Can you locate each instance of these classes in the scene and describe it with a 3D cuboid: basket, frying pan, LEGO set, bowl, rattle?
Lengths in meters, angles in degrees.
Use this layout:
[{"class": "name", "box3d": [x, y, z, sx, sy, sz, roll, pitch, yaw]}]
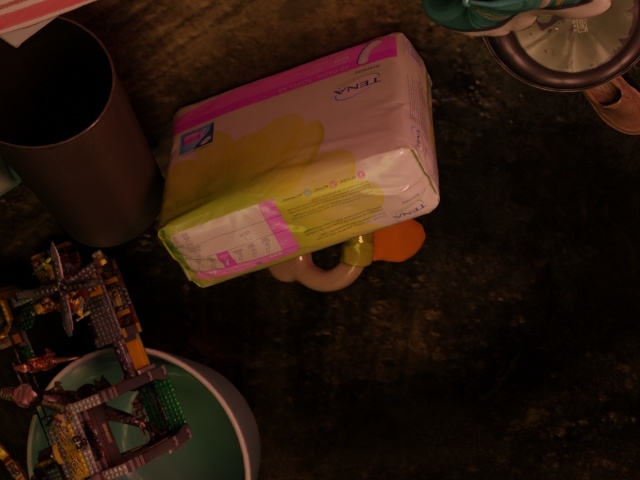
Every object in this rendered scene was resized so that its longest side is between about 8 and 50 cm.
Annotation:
[{"class": "basket", "box3d": [-0.262, -0.104, 1.543, 0.154, 0.204, 0.227, -42, 145, -12]}, {"class": "frying pan", "box3d": [0.325, -0.233, 1.491, 0.326, 0.053, 0.197, 10, 116, -2]}, {"class": "LEGO set", "box3d": [-0.314, 0.172, 1.674, 0.254, 0.192, 0.331, -13, 92, 22]}, {"class": "bowl", "box3d": [-0.199, 0.273, 1.834, 0.311, 0.163, 0.312, 3, 98, 22]}, {"class": "rattle", "box3d": [0.000, 0.000, 1.732, 0.199, 0.142, 0.130, -23, 96, 38]}]

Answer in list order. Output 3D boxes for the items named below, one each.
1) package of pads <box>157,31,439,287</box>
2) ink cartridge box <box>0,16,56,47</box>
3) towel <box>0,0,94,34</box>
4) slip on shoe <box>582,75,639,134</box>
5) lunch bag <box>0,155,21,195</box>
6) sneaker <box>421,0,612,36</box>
[{"class": "package of pads", "box3d": [-0.023, -0.086, 1.526, 0.296, 0.229, 0.101, -19, 128, 15]}, {"class": "ink cartridge box", "box3d": [-0.229, -0.334, 1.345, 0.309, 0.130, 0.272, -31, 138, 26]}, {"class": "towel", "box3d": [-0.275, -0.271, 1.288, 0.144, 0.029, 0.197, -16, 145, 9]}, {"class": "slip on shoe", "box3d": [0.322, -0.158, 1.582, 0.051, 0.041, 0.135, -28, 125, 22]}, {"class": "lunch bag", "box3d": [-0.498, -0.047, 1.556, 0.262, 0.223, 0.160, -27, 90, 32]}, {"class": "sneaker", "box3d": [0.170, -0.259, 1.382, 0.110, 0.275, 0.107, -2, 91, -26]}]
